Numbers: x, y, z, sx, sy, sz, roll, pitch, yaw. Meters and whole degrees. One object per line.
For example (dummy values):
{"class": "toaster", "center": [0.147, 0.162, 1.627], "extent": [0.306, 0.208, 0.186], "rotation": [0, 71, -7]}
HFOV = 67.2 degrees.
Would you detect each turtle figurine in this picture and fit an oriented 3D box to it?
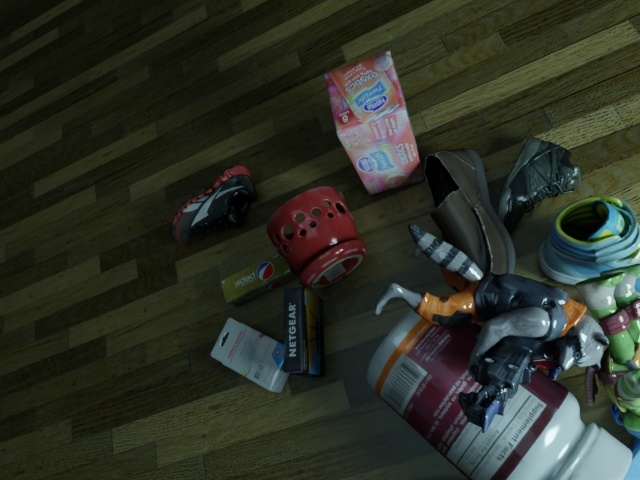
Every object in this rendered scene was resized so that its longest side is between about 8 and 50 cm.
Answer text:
{"class": "turtle figurine", "center": [0.515, 0.168, 0.717], "extent": [0.197, 0.275, 0.266], "rotation": [-16, 83, -3]}

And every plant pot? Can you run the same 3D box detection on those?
{"class": "plant pot", "center": [0.000, 0.000, 1.087], "extent": [0.191, 0.191, 0.174], "rotation": [-36, 70, 6]}

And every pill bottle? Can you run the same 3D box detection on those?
{"class": "pill bottle", "center": [0.292, 0.296, 0.841], "extent": [0.392, 0.224, 0.224], "rotation": [38, 88, 28]}

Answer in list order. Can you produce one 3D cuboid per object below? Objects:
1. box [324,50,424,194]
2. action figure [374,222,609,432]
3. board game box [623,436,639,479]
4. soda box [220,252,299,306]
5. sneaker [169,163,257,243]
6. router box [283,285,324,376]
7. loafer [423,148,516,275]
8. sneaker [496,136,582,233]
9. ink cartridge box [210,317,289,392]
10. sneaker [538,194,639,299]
{"class": "box", "center": [0.127, -0.239, 1.055], "extent": [0.142, 0.300, 0.154], "rotation": [-15, 67, 14]}
{"class": "action figure", "center": [0.257, 0.113, 0.731], "extent": [0.330, 0.341, 0.179], "rotation": [20, 116, 22]}
{"class": "board game box", "center": [0.638, 0.414, 0.740], "extent": [0.308, 0.086, 0.302], "rotation": [36, 87, 28]}
{"class": "soda box", "center": [-0.149, 0.095, 1.180], "extent": [0.181, 0.058, 0.061], "rotation": [-27, 64, 11]}
{"class": "sneaker", "center": [-0.277, -0.074, 1.268], "extent": [0.276, 0.097, 0.135], "rotation": [-39, 60, 3]}
{"class": "router box", "center": [-0.035, 0.203, 1.053], "extent": [0.046, 0.133, 0.179], "rotation": [-9, 69, 19]}
{"class": "loafer", "center": [0.283, -0.035, 0.999], "extent": [0.130, 0.134, 0.366], "rotation": [6, 57, -22]}
{"class": "sneaker", "center": [0.453, -0.104, 0.999], "extent": [0.130, 0.087, 0.228], "rotation": [24, 76, 33]}
{"class": "ink cartridge box", "center": [-0.153, 0.263, 1.118], "extent": [0.181, 0.061, 0.104], "rotation": [21, 80, 26]}
{"class": "sneaker", "center": [0.559, 0.015, 0.842], "extent": [0.319, 0.208, 0.127], "rotation": [5, 63, 23]}
